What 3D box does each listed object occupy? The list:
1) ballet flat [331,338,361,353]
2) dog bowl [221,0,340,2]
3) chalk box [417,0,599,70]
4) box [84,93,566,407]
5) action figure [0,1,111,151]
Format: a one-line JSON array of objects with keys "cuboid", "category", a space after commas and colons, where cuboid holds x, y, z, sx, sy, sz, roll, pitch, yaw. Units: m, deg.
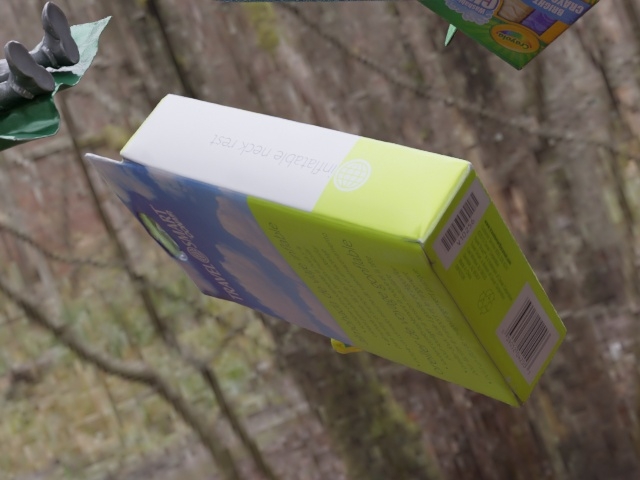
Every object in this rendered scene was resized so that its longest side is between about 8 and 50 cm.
[{"cuboid": [0.001, 0.016, 1.151, 0.077, 0.077, 0.231, -24, 33, -7], "category": "ballet flat"}, {"cuboid": [0.015, -0.223, 1.067, 0.297, 0.074, 0.166, -2, 28, -3], "category": "dog bowl"}, {"cuboid": [0.165, -0.251, 1.301, 0.213, 0.132, 0.132, -40, 25, 44], "category": "chalk box"}, {"cuboid": [0.000, 0.000, 0.604, 0.178, 0.109, 0.042, 17, 64, 40], "category": "box"}, {"cuboid": [-0.240, -0.066, 0.879, 0.232, 0.063, 0.137, -20, 23, 28], "category": "action figure"}]
